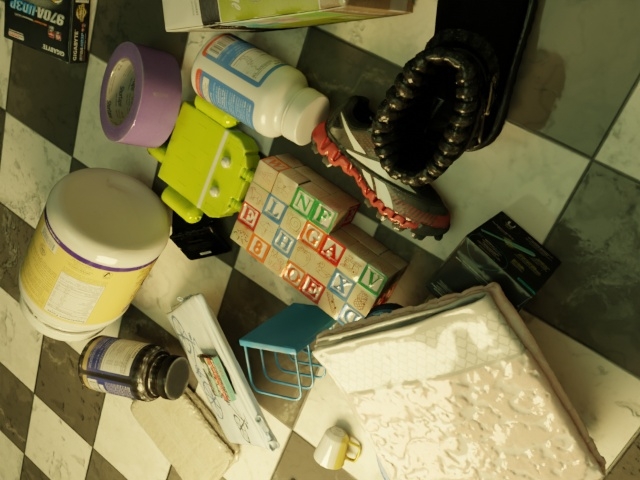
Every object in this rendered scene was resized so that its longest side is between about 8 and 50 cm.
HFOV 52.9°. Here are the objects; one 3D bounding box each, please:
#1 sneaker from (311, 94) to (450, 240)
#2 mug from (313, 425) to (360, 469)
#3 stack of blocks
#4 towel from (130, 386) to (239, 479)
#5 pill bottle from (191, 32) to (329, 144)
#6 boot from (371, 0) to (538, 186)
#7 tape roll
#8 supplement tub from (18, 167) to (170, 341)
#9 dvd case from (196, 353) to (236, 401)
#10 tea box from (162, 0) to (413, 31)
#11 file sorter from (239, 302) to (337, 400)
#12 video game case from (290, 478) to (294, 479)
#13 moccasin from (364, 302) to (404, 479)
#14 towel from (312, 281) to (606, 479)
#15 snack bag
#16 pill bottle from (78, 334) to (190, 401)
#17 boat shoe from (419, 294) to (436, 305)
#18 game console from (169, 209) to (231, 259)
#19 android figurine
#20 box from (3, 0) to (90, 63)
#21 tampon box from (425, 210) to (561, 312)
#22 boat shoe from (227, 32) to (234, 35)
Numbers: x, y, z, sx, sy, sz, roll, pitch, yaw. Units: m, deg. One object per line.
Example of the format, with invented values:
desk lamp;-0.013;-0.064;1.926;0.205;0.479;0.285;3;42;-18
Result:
sneaker;0.110;-0.121;1.004;0.276;0.097;0.135;46;125;15
mug;0.032;0.395;1.241;0.062;0.078;0.064;41;118;55
stack of blocks;0.000;0.000;1.116;0.297;0.087;0.171;37;120;19
towel;-0.312;0.431;1.471;0.282;0.049;0.187;47;122;14
pill bottle;-0.099;-0.250;1.084;0.221;0.124;0.124;34;120;20
boot;0.177;-0.255;0.821;0.131;0.260;0.348;11;110;30
tape roll;-0.344;-0.274;1.221;0.189;0.080;0.189;-6;82;49
supplement tub;-0.479;0.038;1.336;0.241;0.241;0.331;49;128;11
dvd case;-0.194;0.252;1.190;0.119;0.013;0.087;-18;97;64
tea box;-0.056;-0.483;0.930;0.323;0.220;0.329;6;108;32
file sorter;-0.041;0.195;1.153;0.118;0.170;0.104;4;110;32
video game case;-0.023;0.597;1.353;0.166;0.015;0.119;38;121;18
moccasin;0.126;0.257;1.091;0.138;0.117;0.342;3;110;23
towel;0.181;0.234;0.922;0.332;0.053;0.317;-23;104;39
snack bag;-0.201;0.253;1.262;0.323;0.037;0.342;64;155;3
pill bottle;-0.401;0.280;1.392;0.219;0.123;0.123;7;108;20
boat shoe;0.279;0.207;0.983;0.116;0.123;0.324;-39;84;32
game console;-0.242;-0.026;1.311;0.122;0.071;0.107;-12;127;35
android figurine;-0.219;-0.151;1.219;0.273;0.056;0.248;39;116;24
box;-0.582;-0.491;1.366;0.220;0.051;0.175;25;116;24
tampon box;0.250;0.047;0.925;0.120;0.161;0.101;45;124;15
boat shoe;-0.190;-0.341;1.171;0.035;0.035;0.100;45;129;10
